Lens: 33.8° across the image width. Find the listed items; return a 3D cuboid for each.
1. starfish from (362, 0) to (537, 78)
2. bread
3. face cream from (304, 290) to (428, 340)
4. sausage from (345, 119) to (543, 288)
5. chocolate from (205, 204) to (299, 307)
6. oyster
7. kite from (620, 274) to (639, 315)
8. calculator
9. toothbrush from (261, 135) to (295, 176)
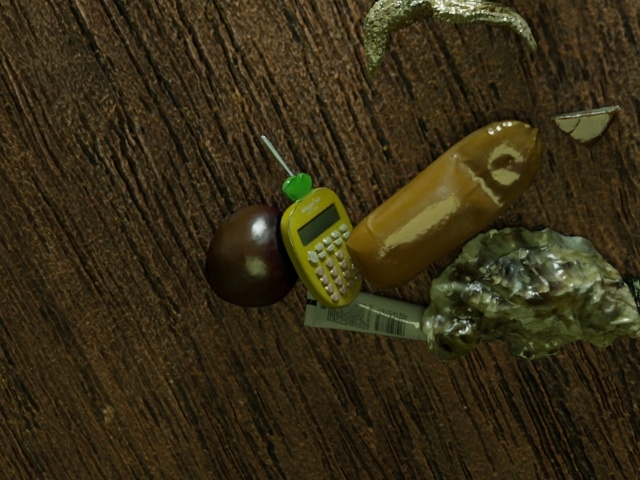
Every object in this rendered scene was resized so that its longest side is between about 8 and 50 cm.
[{"bbox_3d":[0.207,-0.402,1.570,0.293,0.084,0.301,-2,90,14],"label":"starfish"},{"bbox_3d":[0.414,-0.173,1.635,0.109,0.043,0.062,-11,103,10],"label":"bread"},{"bbox_3d":[0.094,0.126,1.770,0.243,0.058,0.092,10,114,10],"label":"face cream"},{"bbox_3d":[0.204,-0.062,1.664,0.354,0.116,0.134,-37,87,13],"label":"sausage"},{"bbox_3d":[-0.116,0.029,1.713,0.176,0.177,0.177,2,107,7],"label":"chocolate"},{"bbox_3d":[0.344,0.102,1.691,0.351,0.115,0.238,11,111,0],"label":"oyster"},{"bbox_3d":[0.586,0.101,1.716,0.232,0.009,0.189,13,107,2],"label":"kite"},{"bbox_3d":[0.000,0.000,1.700,0.032,0.146,0.235,-10,110,44],"label":"calculator"},{"bbox_3d":[-0.044,-0.110,1.734,0.017,0.014,0.162,-38,99,-2],"label":"toothbrush"}]
